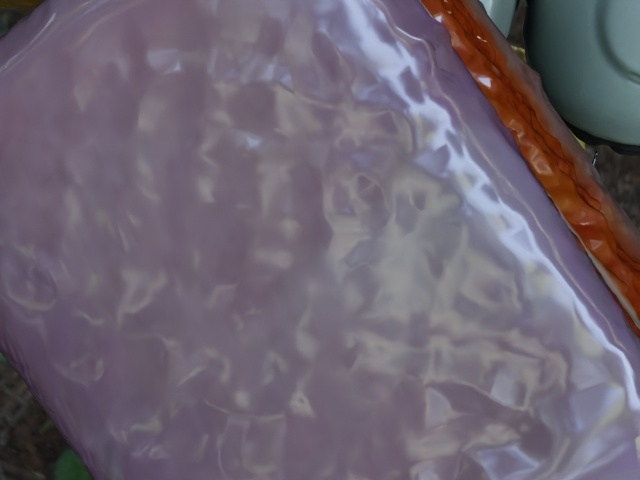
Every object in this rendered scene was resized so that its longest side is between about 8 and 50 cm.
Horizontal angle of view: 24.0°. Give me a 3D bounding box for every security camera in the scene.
[{"bbox_3d":[0.148,-0.153,0.936,0.277,0.191,0.197,7,39,3],"label":"security camera"}]

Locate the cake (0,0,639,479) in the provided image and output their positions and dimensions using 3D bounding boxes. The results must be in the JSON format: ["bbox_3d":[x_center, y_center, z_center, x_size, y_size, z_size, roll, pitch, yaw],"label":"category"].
[{"bbox_3d":[0.000,0.000,0.663,0.230,0.237,0.309,-32,95,13],"label":"cake"}]

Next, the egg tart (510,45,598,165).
[{"bbox_3d":[0.149,-0.051,1.239,0.090,0.212,0.212,17,66,-29],"label":"egg tart"}]

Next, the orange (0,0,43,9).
[{"bbox_3d":[-0.150,-0.238,0.783,0.236,0.236,0.236,-3,69,7],"label":"orange"}]
